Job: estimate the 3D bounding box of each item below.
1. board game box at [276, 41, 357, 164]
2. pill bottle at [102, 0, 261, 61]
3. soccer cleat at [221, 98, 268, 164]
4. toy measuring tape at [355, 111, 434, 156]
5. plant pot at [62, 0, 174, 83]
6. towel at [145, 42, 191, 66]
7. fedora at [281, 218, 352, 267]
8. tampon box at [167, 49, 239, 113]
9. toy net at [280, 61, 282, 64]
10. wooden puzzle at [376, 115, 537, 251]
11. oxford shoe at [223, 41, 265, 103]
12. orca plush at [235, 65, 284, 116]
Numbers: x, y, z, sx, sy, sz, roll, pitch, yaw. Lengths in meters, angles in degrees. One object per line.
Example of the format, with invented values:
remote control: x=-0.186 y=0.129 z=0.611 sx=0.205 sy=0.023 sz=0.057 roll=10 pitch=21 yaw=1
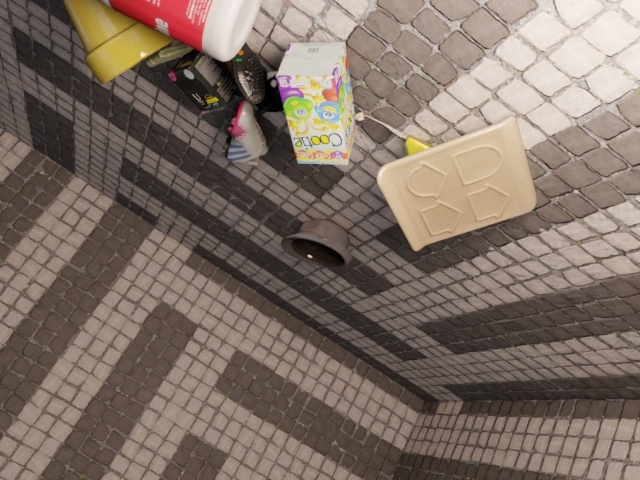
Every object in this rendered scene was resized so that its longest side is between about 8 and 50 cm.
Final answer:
board game box: x=-0.002 y=-0.338 z=1.517 sx=0.145 sy=0.142 sz=0.275 roll=3 pitch=142 yaw=15
pill bottle: x=-0.349 y=-0.589 z=1.355 sx=0.408 sy=0.229 sz=0.229 roll=26 pitch=157 yaw=-2
soccer cleat: x=-0.225 y=-0.339 z=1.925 sx=0.143 sy=0.115 sz=0.331 roll=17 pitch=160 yaw=-9
toy measuring tape: x=0.223 y=-0.222 z=1.600 sx=0.330 sy=0.121 sz=0.121 roll=28 pitch=156 yaw=5
plant pot: x=-0.557 y=-0.592 z=1.639 sx=0.254 sy=0.254 sz=0.239 roll=-2 pitch=125 yaw=51
towel: x=-0.410 y=-0.529 z=1.698 sx=0.110 sy=0.148 sz=0.027 roll=-3 pitch=114 yaw=52
fedora: x=0.000 y=0.000 z=2.297 sx=0.276 sy=0.124 sz=0.243 roll=13 pitch=155 yaw=16
tampon box: x=-0.339 y=-0.470 z=1.774 sx=0.121 sy=0.101 sz=0.161 roll=2 pitch=144 yaw=47
toy net: x=-0.031 y=-0.402 z=1.640 sx=0.232 sy=0.045 sz=0.122 roll=48 pitch=162 yaw=-31
wooden puzzle: x=0.345 y=-0.142 z=1.516 sx=0.348 sy=0.080 sz=0.322 roll=-22 pitch=136 yaw=13
oxford shoe: x=-0.211 y=-0.465 z=1.605 sx=0.227 sy=0.083 sz=0.096 roll=68 pitch=159 yaw=-1
orca plush: x=-0.162 y=-0.394 z=1.669 sx=0.287 sy=0.102 sz=0.151 roll=19 pitch=154 yaw=49
